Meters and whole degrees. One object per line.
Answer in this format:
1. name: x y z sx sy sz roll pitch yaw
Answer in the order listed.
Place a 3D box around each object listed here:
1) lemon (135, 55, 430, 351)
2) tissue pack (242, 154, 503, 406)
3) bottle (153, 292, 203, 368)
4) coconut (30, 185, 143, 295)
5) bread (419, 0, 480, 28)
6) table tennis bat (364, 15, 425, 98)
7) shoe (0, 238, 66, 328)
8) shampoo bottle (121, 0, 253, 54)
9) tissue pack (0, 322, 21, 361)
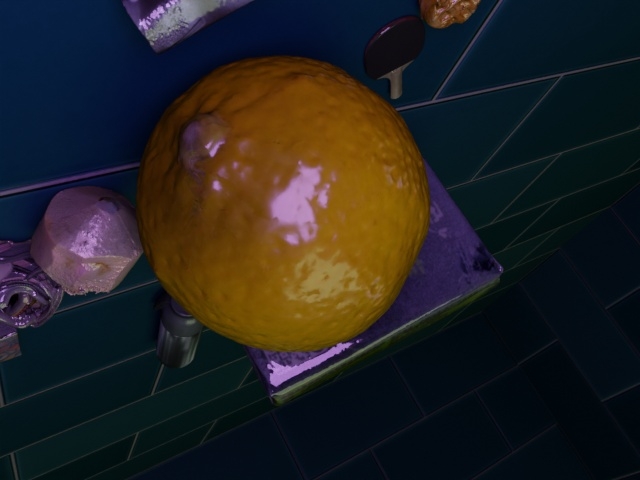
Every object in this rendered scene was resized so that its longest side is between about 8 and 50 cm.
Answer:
1. lemon: -0.034 -0.033 0.690 0.336 0.336 0.336 -27 160 -10
2. tissue pack: 0.037 0.038 0.994 0.394 0.288 0.124 -27 163 -10
3. bottle: -0.266 0.162 1.181 0.096 0.079 0.254 16 148 -9
4. coconut: -0.260 -0.004 0.728 0.116 0.116 0.122 -11 153 -43
5. bread: 0.155 -0.290 0.726 0.083 0.044 0.111 -21 161 -21
6. table tennis bat: 0.097 -0.232 0.830 0.087 0.013 0.156 -30 160 -5
7. shoe: -0.349 0.054 0.766 0.089 0.092 0.180 -41 158 26
8. shampoo bottle: -0.065 -0.234 0.529 0.207 0.057 0.063 -32 153 -1
9. tissue pack: -0.467 0.149 0.914 0.063 0.035 0.083 -18 157 -29
